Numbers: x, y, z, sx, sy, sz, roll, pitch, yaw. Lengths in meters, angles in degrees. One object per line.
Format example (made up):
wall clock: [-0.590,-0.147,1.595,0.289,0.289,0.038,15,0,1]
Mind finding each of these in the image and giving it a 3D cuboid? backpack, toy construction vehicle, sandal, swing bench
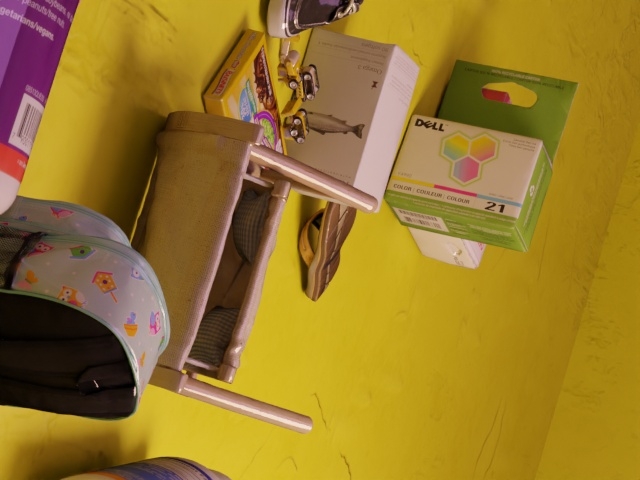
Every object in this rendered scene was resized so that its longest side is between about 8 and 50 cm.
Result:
backpack: [-0.212,0.057,1.486,0.166,0.188,0.144,83,29,-44]
toy construction vehicle: [-0.031,-0.165,2.004,0.086,0.035,0.098,-67,152,-54]
sandal: [0.000,0.000,2.223,0.072,0.049,0.180,-48,162,-41]
swing bench: [-0.099,0.028,1.800,0.255,0.165,0.253,28,78,-56]

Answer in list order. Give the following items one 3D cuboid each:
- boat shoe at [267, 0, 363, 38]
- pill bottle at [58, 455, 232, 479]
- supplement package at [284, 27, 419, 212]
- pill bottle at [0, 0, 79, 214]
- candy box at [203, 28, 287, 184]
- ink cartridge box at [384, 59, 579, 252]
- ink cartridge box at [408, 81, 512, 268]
boat shoe: [0.012,-0.276,2.014,0.219,0.070,0.077,-49,147,-50]
pill bottle: [-0.170,0.290,1.817,0.272,0.152,0.152,3,101,-70]
supplement package: [0.029,-0.135,2.111,0.105,0.105,0.179,29,76,-70]
pill bottle: [-0.246,-0.187,1.236,0.181,0.181,0.323,33,73,-69]
candy box: [-0.076,-0.113,1.963,0.105,0.027,0.206,-59,154,-33]
ink cartridge box: [0.216,-0.133,2.491,0.097,0.189,0.255,52,54,-63]
ink cartridge box: [0.202,-0.089,2.620,0.158,0.092,0.218,56,50,-64]
